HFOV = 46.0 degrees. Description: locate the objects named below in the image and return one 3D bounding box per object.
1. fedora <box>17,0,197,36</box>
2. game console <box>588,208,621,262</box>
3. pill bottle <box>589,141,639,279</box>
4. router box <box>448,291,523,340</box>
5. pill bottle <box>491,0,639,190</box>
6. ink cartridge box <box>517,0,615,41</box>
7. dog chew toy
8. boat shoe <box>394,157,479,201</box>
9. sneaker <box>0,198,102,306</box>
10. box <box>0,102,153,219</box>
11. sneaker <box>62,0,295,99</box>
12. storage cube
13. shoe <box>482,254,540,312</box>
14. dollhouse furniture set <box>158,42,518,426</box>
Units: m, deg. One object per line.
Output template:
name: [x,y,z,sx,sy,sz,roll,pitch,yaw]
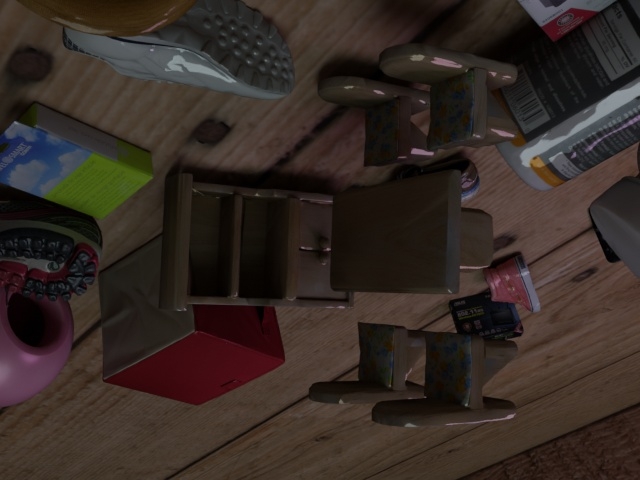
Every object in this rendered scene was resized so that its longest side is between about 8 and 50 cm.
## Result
fedora: [-0.180,-0.248,0.597,0.194,0.194,0.079,4,-178,-26]
game console: [0.528,-0.028,1.269,0.122,0.107,0.071,-22,176,16]
pill bottle: [0.530,-0.107,0.869,0.408,0.229,0.229,-40,145,4]
router box: [0.320,0.151,1.460,0.123,0.092,0.038,-13,149,-1]
pill bottle: [0.327,-0.186,0.838,0.278,0.162,0.162,-32,144,29]
ink cartridge box: [0.235,-0.282,0.744,0.109,0.063,0.150,-32,145,29]
dog chew toy: [-0.507,0.147,1.055,0.332,0.206,0.207,-21,149,27]
boat shoe: [0.133,-0.071,1.062,0.183,0.066,0.066,-24,144,0]
sneaker: [-0.423,-0.002,0.926,0.299,0.112,0.120,12,122,-15]
box: [-0.300,-0.091,0.879,0.109,0.042,0.178,-33,143,30]
sneaker: [-0.134,-0.192,0.754,0.235,0.090,0.095,15,152,-33]
storage cube: [-0.196,0.117,1.124,0.215,0.183,0.193,-28,146,24]
shoe: [0.357,0.091,1.409,0.081,0.063,0.178,-19,143,13]
dollhouse furniture set: [0.000,0.000,0.859,0.257,0.362,0.394,4,175,-29]
